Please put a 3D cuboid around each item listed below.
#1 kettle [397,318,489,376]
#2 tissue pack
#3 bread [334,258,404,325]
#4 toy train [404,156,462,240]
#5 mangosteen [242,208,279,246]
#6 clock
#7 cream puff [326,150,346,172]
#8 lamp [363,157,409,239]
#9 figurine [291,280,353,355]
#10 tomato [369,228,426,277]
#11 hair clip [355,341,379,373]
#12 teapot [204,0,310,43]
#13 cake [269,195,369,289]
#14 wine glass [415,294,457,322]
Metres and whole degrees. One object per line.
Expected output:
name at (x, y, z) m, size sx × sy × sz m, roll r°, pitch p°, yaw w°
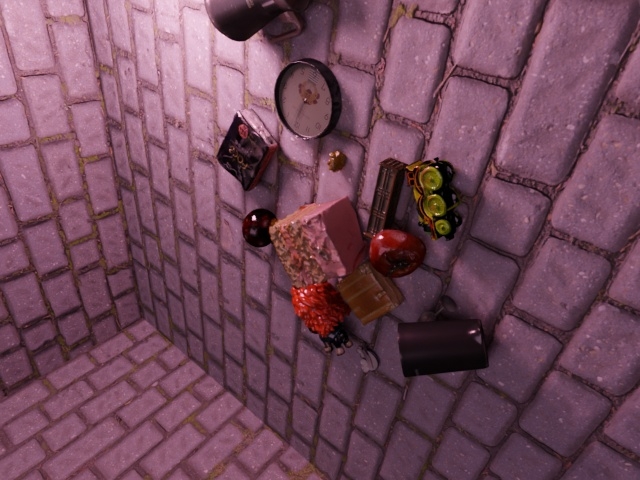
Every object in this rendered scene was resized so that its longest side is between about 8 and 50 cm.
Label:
kettle at (0.463, 0.426, 1.568) m, size 0.307 × 0.203 × 0.262 m, roll -9°, pitch 109°, yaw 16°
tissue pack at (-0.345, -0.411, 1.938) m, size 0.245 × 0.123 × 0.332 m, roll 52°, pitch 136°, yaw 10°
bread at (0.211, 0.219, 1.803) m, size 0.239 × 0.111 × 0.246 m, roll 54°, pitch 136°, yaw 3°
toy train at (0.394, -0.141, 1.448) m, size 0.160 × 0.100 × 0.297 m, roll 6°, pitch 118°, yaw 48°
mangosteen at (-0.284, -0.059, 2.033) m, size 0.209 × 0.209 × 0.210 m, roll 21°, pitch 126°, yaw 32°
clock at (-0.057, -0.553, 1.645) m, size 0.312 × 0.061 × 0.313 m, roll 20°, pitch 125°, yaw 32°
cream puff at (0.063, -0.319, 1.676) m, size 0.083 × 0.083 × 0.058 m, roll 65°, pitch 178°, yaw -24°
lamp at (0.246, -0.146, 1.584) m, size 0.089 × 0.090 × 0.326 m, roll 29°, pitch 129°, yaw 27°
figurine at (0.014, 0.373, 2.015) m, size 0.306 × 0.241 × 0.412 m, roll 47°, pitch 160°, yaw 45°
tomato at (0.292, 0.066, 1.590) m, size 0.227 × 0.101 × 0.228 m, roll 3°, pitch 130°, yaw 3°
hair clip at (0.229, 0.579, 2.038) m, size 0.116 × 0.049 × 0.172 m, roll -7°, pitch 111°, yaw 48°
teapot at (-0.218, -0.864, 1.505) m, size 0.343 × 0.254 × 0.300 m, roll 3°, pitch 149°, yaw 35°
cake at (0.000, 0.000, 1.747) m, size 0.306 × 0.293 × 0.314 m, roll -19°, pitch 104°, yaw 40°
wine glass at (0.454, 0.301, 1.655) m, size 0.079 × 0.079 × 0.196 m, roll 44°, pitch 133°, yaw 14°
